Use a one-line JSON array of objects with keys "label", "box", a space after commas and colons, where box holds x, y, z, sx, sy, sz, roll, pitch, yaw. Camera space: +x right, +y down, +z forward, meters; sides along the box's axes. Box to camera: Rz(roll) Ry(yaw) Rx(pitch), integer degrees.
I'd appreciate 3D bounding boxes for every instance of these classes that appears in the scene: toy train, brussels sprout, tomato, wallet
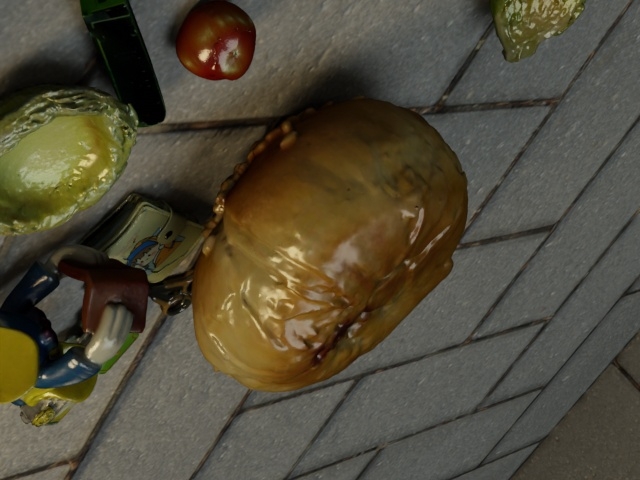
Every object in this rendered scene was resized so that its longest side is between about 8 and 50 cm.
[{"label": "toy train", "box": [-0.195, -0.185, 1.345, 0.044, 0.042, 0.209, -14, 154, -1]}, {"label": "brussels sprout", "box": [0.276, -0.322, 1.729, 0.139, 0.100, 0.181, -7, 141, -35]}, {"label": "tomato", "box": [-0.105, -0.206, 1.400, 0.087, 0.075, 0.087, -30, 150, -20]}, {"label": "toy train", "box": [-0.314, 0.164, 1.735, 0.202, 0.060, 0.081, -47, 160, 18]}, {"label": "wallet", "box": [-0.212, 0.001, 1.633, 0.110, 0.039, 0.155, -44, 156, 10]}]

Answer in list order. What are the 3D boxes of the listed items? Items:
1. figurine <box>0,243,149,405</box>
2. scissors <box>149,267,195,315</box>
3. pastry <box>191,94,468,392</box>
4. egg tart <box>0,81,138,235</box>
[{"label": "figurine", "box": [-0.336, 0.101, 1.526, 0.283, 0.205, 0.338, -33, 168, -20]}, {"label": "scissors", "box": [-0.229, 0.065, 1.744, 0.088, 0.017, 0.220, -47, 155, 22]}, {"label": "pastry", "box": [0.000, 0.000, 1.675, 0.409, 0.245, 0.410, -39, 157, -20]}, {"label": "egg tart", "box": [-0.281, -0.091, 1.338, 0.197, 0.078, 0.197, -31, 151, -19]}]
